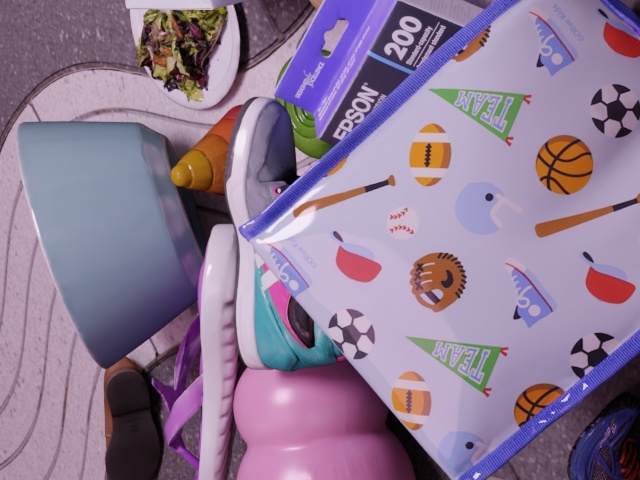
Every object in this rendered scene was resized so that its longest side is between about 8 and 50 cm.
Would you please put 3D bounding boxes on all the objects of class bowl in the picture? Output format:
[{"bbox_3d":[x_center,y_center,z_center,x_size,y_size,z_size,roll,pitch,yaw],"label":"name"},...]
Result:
[{"bbox_3d":[-0.233,-0.019,2.043,0.311,0.163,0.311,-19,-90,-88],"label":"bowl"}]

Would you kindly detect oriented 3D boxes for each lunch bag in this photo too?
[{"bbox_3d":[0.187,-0.023,1.548,0.385,0.239,0.328,-44,85,15],"label":"lunch bag"}]

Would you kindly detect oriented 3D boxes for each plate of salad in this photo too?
[{"bbox_3d":[-0.169,-0.250,2.023,0.200,0.048,0.200,21,120,40],"label":"plate of salad"}]

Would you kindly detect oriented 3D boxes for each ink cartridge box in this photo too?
[{"bbox_3d":[0.080,-0.163,1.704,0.208,0.045,0.206,22,133,-9],"label":"ink cartridge box"}]

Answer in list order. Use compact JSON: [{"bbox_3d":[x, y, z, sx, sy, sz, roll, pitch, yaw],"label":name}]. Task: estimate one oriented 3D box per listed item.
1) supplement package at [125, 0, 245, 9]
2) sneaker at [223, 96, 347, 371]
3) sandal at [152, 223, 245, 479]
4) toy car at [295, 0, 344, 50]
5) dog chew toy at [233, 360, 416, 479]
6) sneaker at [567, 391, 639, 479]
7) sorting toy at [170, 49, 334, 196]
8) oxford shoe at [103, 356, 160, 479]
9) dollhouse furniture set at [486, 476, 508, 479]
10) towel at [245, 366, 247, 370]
[{"bbox_3d":[-0.103,-0.359,1.795,0.149,0.194,0.203,9,113,46],"label":"supplement package"},{"bbox_3d":[0.000,0.000,1.769,0.178,0.124,0.295,4,106,26],"label":"sneaker"},{"bbox_3d":[-0.144,0.153,2.010,0.102,0.169,0.416,9,121,4],"label":"sandal"},{"bbox_3d":[0.014,-0.284,1.749,0.149,0.155,0.188,37,142,32],"label":"toy car"},{"bbox_3d":[-0.006,0.203,1.929,0.206,0.206,0.332,-9,90,48],"label":"dog chew toy"},{"bbox_3d":[0.297,0.246,1.716,0.087,0.083,0.221,24,128,24],"label":"sneaker"},{"bbox_3d":[-0.053,-0.129,1.889,0.365,0.126,0.127,-31,81,49],"label":"sorting toy"},{"bbox_3d":[-0.261,0.249,2.326,0.076,0.076,0.212,-120,28,-59],"label":"oxford shoe"},{"bbox_3d":[0.229,0.423,1.695,0.355,0.174,0.303,12,122,23],"label":"dollhouse furniture set"},{"bbox_3d":[-0.034,0.219,2.088,0.144,0.029,0.197,-3,106,48],"label":"towel"}]
